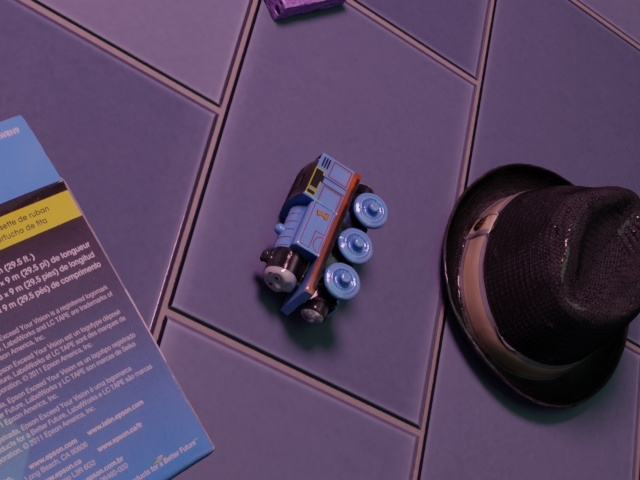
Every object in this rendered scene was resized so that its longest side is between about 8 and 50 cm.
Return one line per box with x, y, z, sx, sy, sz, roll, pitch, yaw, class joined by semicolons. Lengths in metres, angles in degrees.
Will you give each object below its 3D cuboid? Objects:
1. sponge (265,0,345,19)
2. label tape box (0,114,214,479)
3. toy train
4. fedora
-0.052;-0.372;1.462;0.117;0.031;0.210;-23;85;-40;sponge
-0.285;0.097;1.031;0.249;0.115;0.348;-28;86;-41;label tape box
0.000;0.000;1.310;0.105;0.080;0.184;31;57;-11;toy train
0.306;0.033;1.469;0.334;0.152;0.334;15;62;-31;fedora
